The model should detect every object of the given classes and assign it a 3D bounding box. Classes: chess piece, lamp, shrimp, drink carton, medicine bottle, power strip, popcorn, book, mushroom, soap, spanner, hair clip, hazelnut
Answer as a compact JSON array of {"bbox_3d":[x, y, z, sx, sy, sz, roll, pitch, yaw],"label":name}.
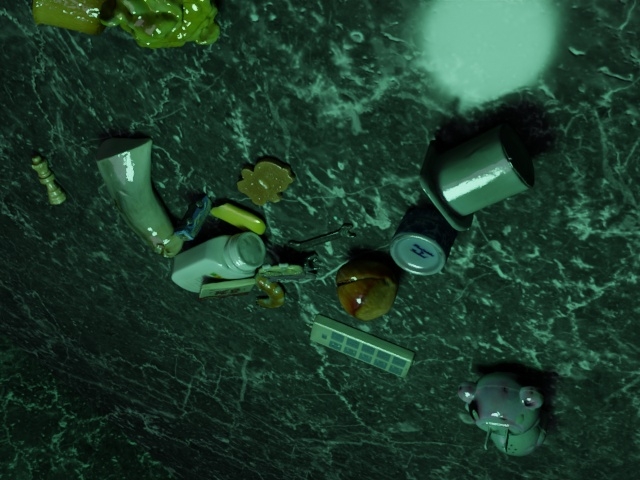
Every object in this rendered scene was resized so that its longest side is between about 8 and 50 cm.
[{"bbox_3d":[-0.879,-0.199,2.232,0.060,0.060,0.172,5,130,25],"label":"chess piece"},{"bbox_3d":[0.542,0.523,2.026,0.247,0.247,0.301,2,140,32],"label":"lamp"},{"bbox_3d":[-0.189,0.158,2.219,0.161,0.049,0.166,39,146,-14],"label":"shrimp"},{"bbox_3d":[0.351,-0.149,1.508,0.189,0.185,0.191,-27,114,32],"label":"drink carton"},{"bbox_3d":[-0.304,0.067,2.102,0.179,0.124,0.324,22,152,-35],"label":"medicine bottle"},{"bbox_3d":[0.124,0.334,2.215,0.367,0.043,0.106,21,138,10],"label":"power strip"},{"bbox_3d":[-0.339,-0.515,1.477,0.241,0.235,0.250,-2,146,7],"label":"popcorn"},{"bbox_3d":[-0.295,0.155,2.157,0.162,0.022,0.232,-7,169,-14],"label":"book"},{"bbox_3d":[-0.529,-0.117,2.069,0.177,0.126,0.397,0,129,18],"label":"mushroom"},{"bbox_3d":[-0.237,-0.067,2.016,0.168,0.033,0.089,28,140,-2],"label":"soap"},{"bbox_3d":[0.000,0.000,1.964,0.254,0.015,0.054,-17,121,41],"label":"spanner"},{"bbox_3d":[-0.092,0.087,2.033,0.187,0.056,0.146,-16,158,15],"label":"hair clip"},{"bbox_3d":[0.131,0.127,1.918,0.182,0.182,0.182,16,138,15],"label":"hazelnut"}]

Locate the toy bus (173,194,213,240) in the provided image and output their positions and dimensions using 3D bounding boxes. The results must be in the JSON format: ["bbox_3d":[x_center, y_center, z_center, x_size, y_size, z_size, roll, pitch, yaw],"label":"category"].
[{"bbox_3d":[-0.364,-0.066,2.001,0.051,0.153,0.061,-11,132,38],"label":"toy bus"}]

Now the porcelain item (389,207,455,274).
[{"bbox_3d":[0.258,0.001,1.742,0.147,0.114,0.147,17,140,15],"label":"porcelain item"}]

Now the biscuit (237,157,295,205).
[{"bbox_3d":[-0.152,-0.163,1.876,0.133,0.027,0.184,34,138,-5],"label":"biscuit"}]

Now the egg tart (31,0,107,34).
[{"bbox_3d":[-0.557,-0.569,1.574,0.170,0.215,0.215,21,141,-14],"label":"egg tart"}]
